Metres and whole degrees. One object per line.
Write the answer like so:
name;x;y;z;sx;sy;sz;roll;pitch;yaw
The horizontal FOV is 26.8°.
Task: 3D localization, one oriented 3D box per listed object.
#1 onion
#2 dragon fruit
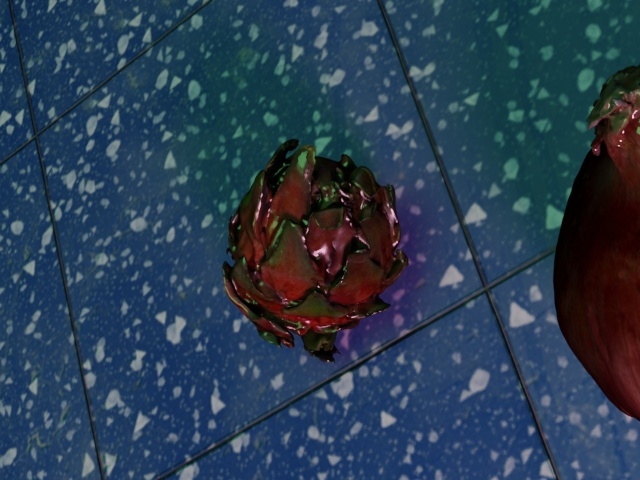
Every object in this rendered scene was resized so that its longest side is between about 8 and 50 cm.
onion;0.288;-0.035;0.936;0.347;0.285;0.348;-39;29;26
dragon fruit;-0.004;0.006;1.249;0.188;0.182;0.182;-45;53;28
